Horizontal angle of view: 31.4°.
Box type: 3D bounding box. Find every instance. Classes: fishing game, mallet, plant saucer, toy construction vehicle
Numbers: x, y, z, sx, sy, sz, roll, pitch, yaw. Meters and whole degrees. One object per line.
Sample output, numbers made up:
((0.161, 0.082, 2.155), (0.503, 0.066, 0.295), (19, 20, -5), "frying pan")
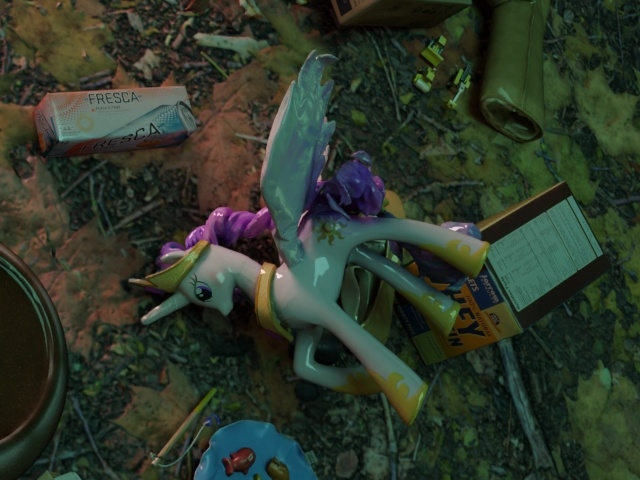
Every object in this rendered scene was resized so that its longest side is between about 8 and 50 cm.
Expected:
((-0.062, 0.294, 1.313), (0.264, 0.041, 0.189), (51, 43, -5), "fishing game")
((-0.021, 0.066, 1.446), (0.062, 0.039, 0.190), (1, 68, -30), "mallet")
((-0.381, 0.108, 1.149), (0.310, 0.050, 0.311), (23, 54, -36), "plant saucer")
((0.184, -0.251, 1.690), (0.086, 0.035, 0.098), (40, 56, -15), "toy construction vehicle")

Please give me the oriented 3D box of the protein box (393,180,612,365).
((0.231, 0.045, 1.510), (0.201, 0.200, 0.136), (-28, 89, -37), "protein box")

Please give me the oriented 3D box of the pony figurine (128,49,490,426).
((0.000, 0.000, 1.325), (0.363, 0.303, 0.351), (24, 79, 6), "pony figurine")

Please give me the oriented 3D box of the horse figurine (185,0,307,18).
((-0.086, -0.393, 1.548), (0.263, 0.066, 0.174), (-29, 94, -38), "horse figurine")

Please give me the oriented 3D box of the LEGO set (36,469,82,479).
((-0.206, 0.369, 1.195), (0.287, 0.107, 0.132), (35, 23, -13), "LEGO set")

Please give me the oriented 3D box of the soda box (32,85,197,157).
((-0.244, -0.142, 1.359), (0.183, 0.058, 0.063), (-9, 78, -34), "soda box")

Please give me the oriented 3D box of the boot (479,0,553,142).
((0.272, -0.318, 1.729), (0.236, 0.089, 0.270), (27, 61, -31), "boot")

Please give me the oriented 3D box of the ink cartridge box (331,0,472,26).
((0.095, -0.409, 1.628), (0.234, 0.088, 0.193), (-10, 78, -49), "ink cartridge box")

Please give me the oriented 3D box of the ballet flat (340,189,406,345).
((0.064, 0.030, 1.477), (0.073, 0.080, 0.232), (30, 56, -45), "ballet flat")
